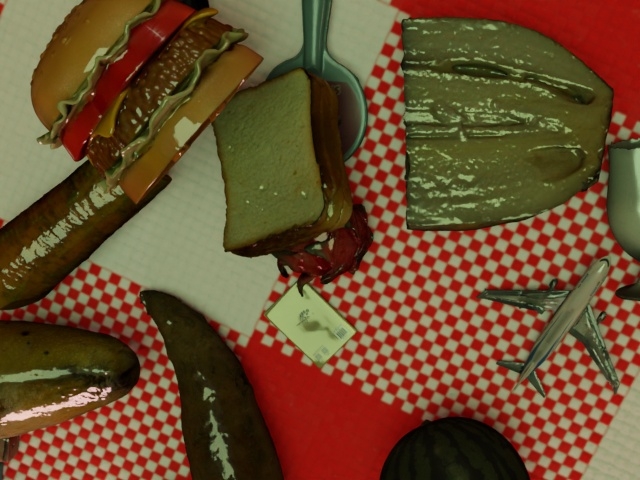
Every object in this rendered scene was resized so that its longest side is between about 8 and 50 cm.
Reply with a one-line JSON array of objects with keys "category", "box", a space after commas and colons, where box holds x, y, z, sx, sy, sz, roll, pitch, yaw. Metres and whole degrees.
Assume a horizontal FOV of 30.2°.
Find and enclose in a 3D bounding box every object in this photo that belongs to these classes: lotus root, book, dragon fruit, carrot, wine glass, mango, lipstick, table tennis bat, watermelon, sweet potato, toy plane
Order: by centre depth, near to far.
[{"category": "lotus root", "box": [0.234, -0.145, 1.506, 0.260, 0.149, 0.267, -2, 83, 4]}, {"category": "wine glass", "box": [0.416, -0.030, 1.525, 0.092, 0.093, 0.202, -5, 99, 9]}, {"category": "watermelon", "box": [0.177, 0.338, 1.569, 0.212, 0.212, 0.212, 1, 101, 7]}, {"category": "table tennis bat", "box": [-0.009, -0.212, 1.579, 0.152, 0.040, 0.244, 6, 104, 12]}, {"category": "dragon fruit", "box": [-0.001, -0.005, 1.581, 0.142, 0.130, 0.121, -20, 131, 10]}, {"category": "toy plane", "box": [0.322, 0.110, 1.581, 0.226, 0.058, 0.226, 35, 106, 10]}, {"category": "carrot", "box": [-0.346, -0.023, 1.620, 0.302, 0.114, 0.114, -40, 93, 10]}, {"category": "mango", "box": [-0.403, 0.183, 1.635, 0.329, 0.176, 0.176, -14, 111, 6]}, {"category": "sweet potato", "box": [-0.141, 0.256, 1.646, 0.130, 0.130, 0.423, -20, 91, 11]}, {"category": "book", "box": [-0.014, 0.114, 1.650, 0.111, 0.014, 0.077, 44, 101, -3]}, {"category": "lipstick", "box": [-0.518, 0.287, 1.736, 0.145, 0.045, 0.045, 10, 103, 7]}]

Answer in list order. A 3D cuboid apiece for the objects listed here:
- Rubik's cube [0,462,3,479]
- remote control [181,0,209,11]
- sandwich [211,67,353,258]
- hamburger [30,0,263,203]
[{"category": "Rubik's cube", "box": [-0.599, 0.433, 1.682, 0.221, 0.224, 0.231, 8, 102, 6]}, {"category": "remote control", "box": [-0.238, -0.422, 1.553, 0.144, 0.062, 0.399, -9, 100, 8]}, {"category": "sandwich", "box": [-0.055, -0.099, 1.524, 0.186, 0.065, 0.215, -20, 71, 31]}, {"category": "hamburger", "box": [-0.225, -0.199, 1.435, 0.212, 0.274, 0.274, 41, 103, -6]}]
